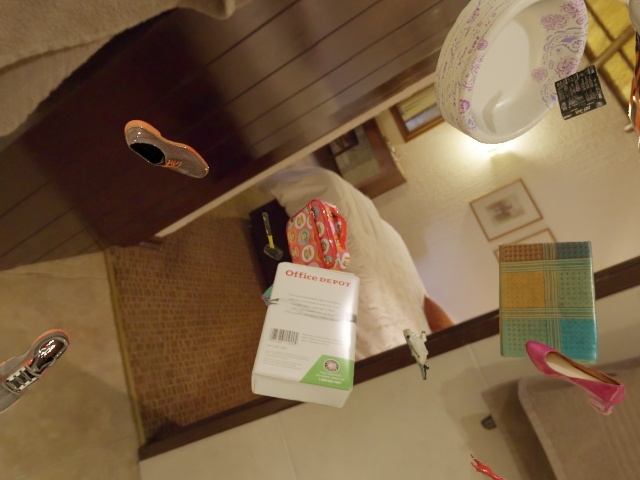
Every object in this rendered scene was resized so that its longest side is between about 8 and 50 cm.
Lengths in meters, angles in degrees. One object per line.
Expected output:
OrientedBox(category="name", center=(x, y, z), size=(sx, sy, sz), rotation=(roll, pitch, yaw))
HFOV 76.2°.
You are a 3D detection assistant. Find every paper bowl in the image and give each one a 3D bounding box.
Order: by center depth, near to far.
OrientedBox(category="paper bowl", center=(0.346, -0.344, 0.791), size=(0.284, 0.284, 0.148), rotation=(43, 7, -47))

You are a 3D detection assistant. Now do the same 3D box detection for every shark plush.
OrientedBox(category="shark plush", center=(0.313, 0.357, 1.303), size=(0.073, 0.067, 0.161), rotation=(-20, 78, -31))

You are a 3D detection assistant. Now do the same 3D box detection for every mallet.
OrientedBox(category="mallet", center=(-0.153, -0.009, 1.286), size=(0.062, 0.039, 0.190), rotation=(32, -34, 22))

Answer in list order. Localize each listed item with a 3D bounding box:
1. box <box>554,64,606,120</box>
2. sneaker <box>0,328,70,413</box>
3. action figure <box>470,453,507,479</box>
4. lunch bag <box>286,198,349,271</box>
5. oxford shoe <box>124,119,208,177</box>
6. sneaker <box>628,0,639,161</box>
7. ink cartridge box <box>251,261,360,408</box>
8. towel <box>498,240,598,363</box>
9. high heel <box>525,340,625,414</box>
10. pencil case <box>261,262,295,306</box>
OrientedBox(category="box", center=(0.462, -0.264, 0.729), size=(0.018, 0.067, 0.084), rotation=(30, 54, -39))
OrientedBox(category="sneaker", center=(-0.474, 0.209, 0.655), size=(0.061, 0.064, 0.158), rotation=(49, 56, -25))
OrientedBox(category="action figure", center=(0.244, 0.414, 0.551), size=(0.138, 0.092, 0.280), rotation=(25, 16, 20))
OrientedBox(category="lunch bag", center=(0.000, 0.000, 1.540), size=(0.120, 0.258, 0.294), rotation=(11, 54, -43))
OrientedBox(category="oxford shoe", center=(-0.454, -0.243, 1.218), size=(0.271, 0.096, 0.099), rotation=(26, 35, -43))
OrientedBox(category="sneaker", center=(0.392, -0.116, 0.412), size=(0.180, 0.124, 0.322), rotation=(34, 61, -47))
OrientedBox(category="ink cartridge box", center=(-0.020, 0.161, 0.726), size=(0.093, 0.160, 0.220), rotation=(102, -1, -49))
OrientedBox(category="towel", center=(0.711, 0.191, 1.293), size=(0.040, 0.271, 0.371), rotation=(10, 79, -61))
OrientedBox(category="high heel", center=(0.630, 0.316, 1.028), size=(0.244, 0.082, 0.117), rotation=(-128, -159, -48))
OrientedBox(category="pencil case", center=(-0.119, 0.145, 1.296), size=(0.064, 0.152, 0.070), rotation=(43, -20, -4))
